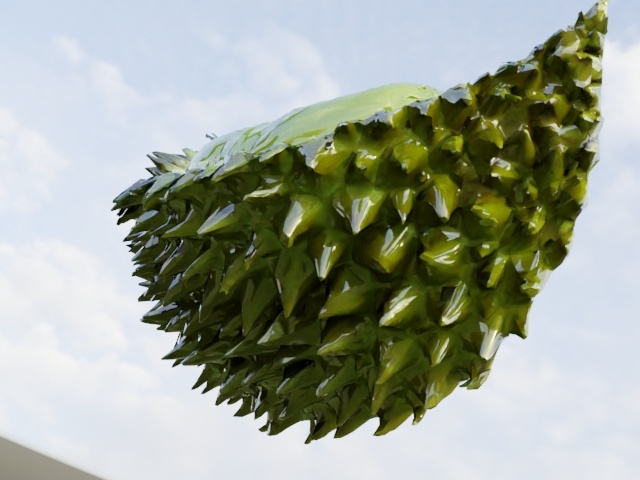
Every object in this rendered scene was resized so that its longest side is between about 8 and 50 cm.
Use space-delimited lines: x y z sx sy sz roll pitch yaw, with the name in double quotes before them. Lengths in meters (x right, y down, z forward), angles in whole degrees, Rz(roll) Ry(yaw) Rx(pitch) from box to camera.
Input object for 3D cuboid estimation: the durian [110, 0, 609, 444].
"durian" 0.000 0.000 0.488 0.352 0.169 0.158 -12 -65 55
